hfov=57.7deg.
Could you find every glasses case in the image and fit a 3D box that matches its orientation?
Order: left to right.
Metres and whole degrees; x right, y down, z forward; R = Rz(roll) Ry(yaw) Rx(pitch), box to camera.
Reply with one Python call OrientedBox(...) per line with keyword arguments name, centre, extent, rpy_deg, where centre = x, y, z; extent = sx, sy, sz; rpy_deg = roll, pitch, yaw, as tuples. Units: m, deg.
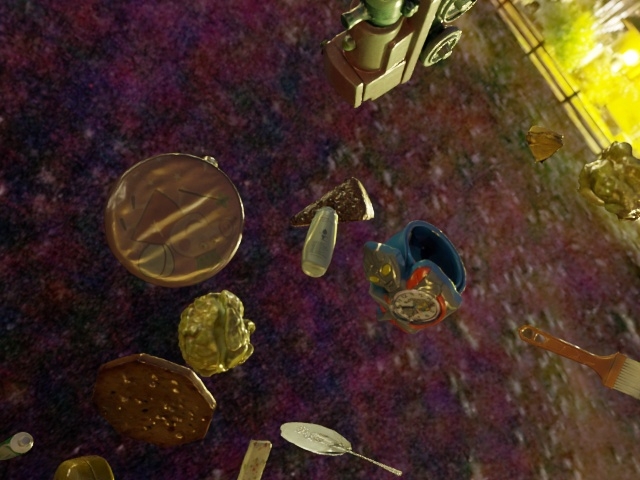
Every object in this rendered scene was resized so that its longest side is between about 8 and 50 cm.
OrientedBox(name="glasses case", centre=(-0.616, 0.752, 1.477), extent=(0.141, 0.173, 0.372), rpy_deg=(9, 78, -51))

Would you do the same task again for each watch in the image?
OrientedBox(name="watch", centre=(0.242, 0.069, 1.596), extent=(0.305, 0.241, 0.275), rpy_deg=(42, 41, -13))

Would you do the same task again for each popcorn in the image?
OrientedBox(name="popcorn", centre=(-0.353, 0.305, 1.968), extent=(0.247, 0.281, 0.282), rpy_deg=(60, 17, -46))
OrientedBox(name="popcorn", centre=(0.726, -0.139, 1.409), extent=(0.197, 0.155, 0.197), rpy_deg=(46, 7, -8))

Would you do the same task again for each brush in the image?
OrientedBox(name="brush", centre=(0.640, 0.285, 1.428), extent=(0.314, 0.090, 0.017), rpy_deg=(23, 8, 18))

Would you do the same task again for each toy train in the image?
OrientedBox(name="toy train", centre=(0.120, -0.352, 0.922), extent=(0.150, 0.221, 0.304), rpy_deg=(55, -9, 9))

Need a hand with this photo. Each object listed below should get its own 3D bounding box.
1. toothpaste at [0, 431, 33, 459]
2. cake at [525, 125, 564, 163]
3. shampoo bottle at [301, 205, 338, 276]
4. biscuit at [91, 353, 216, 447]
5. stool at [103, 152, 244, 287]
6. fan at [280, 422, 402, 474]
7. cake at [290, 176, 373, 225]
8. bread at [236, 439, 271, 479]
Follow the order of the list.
OrientedBox(name="toothpaste", centre=(-0.766, 0.513, 1.434), extent=(0.078, 0.248, 0.047), rpy_deg=(16, 56, -38))
OrientedBox(name="cake", centre=(0.664, -0.282, 1.676), extent=(0.185, 0.116, 0.080), rpy_deg=(35, 72, -51))
OrientedBox(name="shampoo bottle", centre=(0.000, 0.000, 1.377), extent=(0.072, 0.049, 0.213), rpy_deg=(17, 41, -4))
OrientedBox(name="biscuit", centre=(-0.465, 0.450, 1.619), extent=(0.359, 0.359, 0.046), rpy_deg=(40, 27, -19))
OrientedBox(name="stool", centre=(-0.299, -0.055, 1.205), extent=(0.272, 0.272, 0.178), rpy_deg=(40, 4, -19))
OrientedBox(name="fan", centre=(0.064, 0.654, 1.842), extent=(0.414, 0.012, 0.233), rpy_deg=(15, 4, 20))
OrientedBox(name="cake", centre=(0.041, -0.069, 1.739), extent=(0.135, 0.246, 0.112), rpy_deg=(58, 12, 14))
OrientedBox(name="bread", centre=(-0.194, 0.651, 1.681), extent=(0.068, 0.154, 0.028), rpy_deg=(18, 3, -38))
